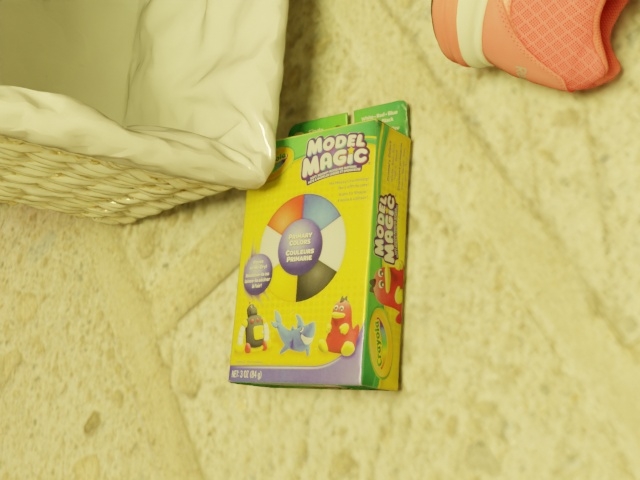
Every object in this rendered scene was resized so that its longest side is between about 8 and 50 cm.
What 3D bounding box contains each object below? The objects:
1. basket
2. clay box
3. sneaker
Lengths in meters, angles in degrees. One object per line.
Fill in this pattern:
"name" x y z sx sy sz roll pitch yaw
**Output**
"basket" -0.225 -0.206 0.659 0.266 0.328 0.331 -13 70 53
"clay box" 0.000 0.000 0.628 0.127 0.053 0.222 -7 74 38
"sneaker" 0.195 -0.238 0.514 0.136 0.116 0.314 33 112 27
